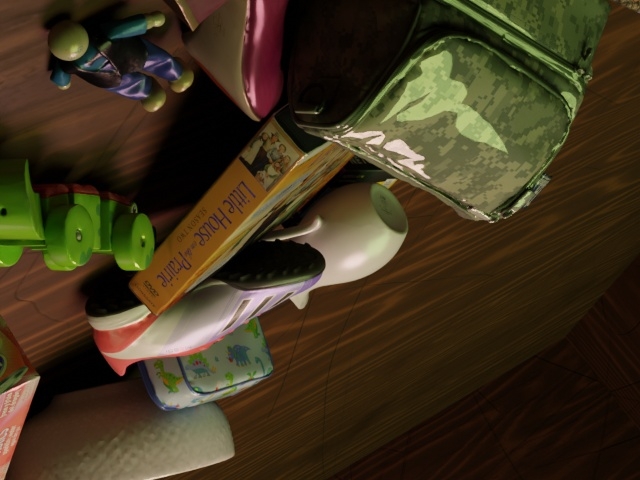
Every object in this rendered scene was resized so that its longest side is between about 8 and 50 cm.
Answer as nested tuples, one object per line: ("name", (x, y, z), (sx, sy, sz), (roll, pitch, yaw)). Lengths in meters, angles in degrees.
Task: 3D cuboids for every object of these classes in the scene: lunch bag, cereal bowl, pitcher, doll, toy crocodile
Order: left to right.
("toy crocodile", (-0.273, -0.021, 1.606), (0.115, 0.105, 0.340), (-1, 176, 20))
("cereal bowl", (-0.300, 0.278, 2.150), (0.339, 0.141, 0.339), (-12, 176, -1))
("doll", (-0.197, -0.178, 1.422), (0.129, 0.046, 0.189), (-33, 159, 20))
("lunch bag", (-0.171, 0.140, 2.082), (0.090, 0.176, 0.219), (-26, 172, 32))
("pitcher", (0.000, 0.000, 2.022), (0.207, 0.125, 0.178), (-32, 149, 27))
("lunch bag", (0.122, -0.177, 1.491), (0.305, 0.213, 0.256), (24, 86, -43))

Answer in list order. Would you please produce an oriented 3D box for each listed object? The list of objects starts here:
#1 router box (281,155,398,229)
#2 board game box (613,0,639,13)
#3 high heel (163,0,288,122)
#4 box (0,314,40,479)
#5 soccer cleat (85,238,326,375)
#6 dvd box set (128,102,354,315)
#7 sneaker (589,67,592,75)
("router box", (0.028, -0.073, 2.125), (0.133, 0.046, 0.179), (-45, 160, 26))
("board game box", (0.260, -0.371, 1.485), (0.141, 0.232, 0.291), (-47, 160, 20))
("high heel", (-0.049, -0.237, 1.445), (0.181, 0.127, 0.377), (-42, 167, -4))
("box", (-0.447, 0.198, 1.731), (0.142, 0.154, 0.300), (-25, 160, -33))
("soccer cleat", (-0.143, 0.086, 1.936), (0.318, 0.108, 0.116), (-15, 118, -3))
("dvd box set", (-0.034, -0.088, 1.747), (0.308, 0.062, 0.420), (-38, 177, -40))
("sneaker", (0.301, -0.234, 2.202), (0.232, 0.090, 0.115), (-15, 161, -30))
